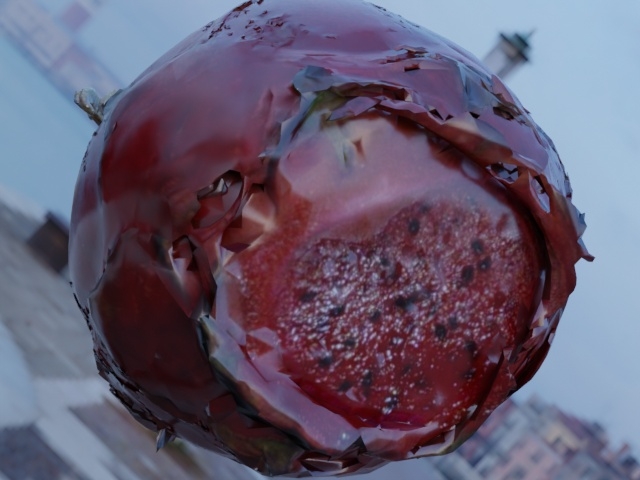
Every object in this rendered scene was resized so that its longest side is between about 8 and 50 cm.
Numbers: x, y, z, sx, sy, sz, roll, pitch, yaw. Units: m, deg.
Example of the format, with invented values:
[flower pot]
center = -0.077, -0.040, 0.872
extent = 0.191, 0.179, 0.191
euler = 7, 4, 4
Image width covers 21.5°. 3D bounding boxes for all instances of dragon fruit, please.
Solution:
[dragon fruit]
center = 0.000, 0.000, 0.978
extent = 0.295, 0.295, 0.301
euler = 45, -4, -5

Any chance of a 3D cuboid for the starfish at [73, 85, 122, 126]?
[starfish]
center = -0.127, -0.017, 1.243
extent = 0.150, 0.053, 0.210
euler = -137, -150, -76
